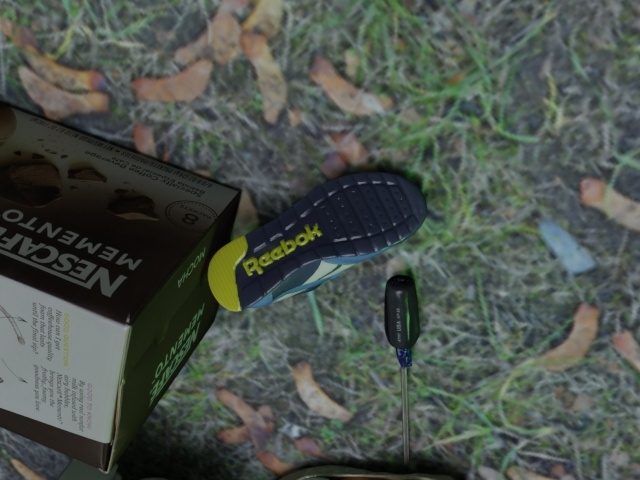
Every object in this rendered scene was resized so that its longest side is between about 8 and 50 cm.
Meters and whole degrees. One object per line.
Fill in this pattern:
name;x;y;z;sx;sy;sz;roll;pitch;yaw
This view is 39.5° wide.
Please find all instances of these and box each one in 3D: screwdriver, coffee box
screwdriver;0.061;0.096;0.617;0.025;0.024;0.170;-15;123;-6
coffee box;-0.222;0.001;0.568;0.297;0.168;0.119;21;122;7

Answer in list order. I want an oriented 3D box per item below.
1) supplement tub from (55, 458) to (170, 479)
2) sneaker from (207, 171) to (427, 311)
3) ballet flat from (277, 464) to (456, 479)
supplement tub;-0.112;0.332;0.674;0.325;0.235;0.235;38;123;-5
sneaker;0.000;0.000;0.566;0.144;0.059;0.053;-23;77;12
ballet flat;0.024;0.190;0.654;0.168;0.057;0.052;-10;158;17
